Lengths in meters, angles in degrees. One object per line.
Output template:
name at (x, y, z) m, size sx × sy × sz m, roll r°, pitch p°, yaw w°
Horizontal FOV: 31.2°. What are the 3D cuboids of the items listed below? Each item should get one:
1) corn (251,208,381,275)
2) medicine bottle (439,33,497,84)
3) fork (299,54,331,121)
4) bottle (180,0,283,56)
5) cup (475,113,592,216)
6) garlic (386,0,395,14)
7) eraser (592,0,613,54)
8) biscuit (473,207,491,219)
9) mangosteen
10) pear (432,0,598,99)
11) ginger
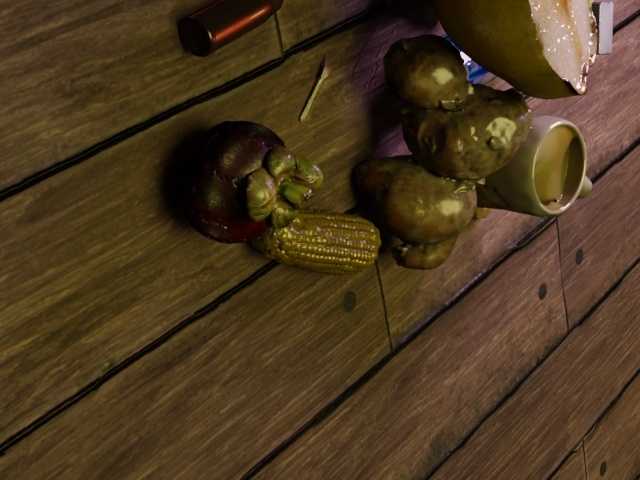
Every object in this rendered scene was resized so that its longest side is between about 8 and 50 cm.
corn at (0.000, 0.000, 1.702) m, size 0.261 × 0.097 × 0.097 m, roll 10°, pitch 89°, yaw -49°
medicine bottle at (0.245, -0.306, 1.934) m, size 0.191 × 0.107 × 0.107 m, roll -30°, pitch 120°, yaw -44°
fork at (-0.006, -0.227, 1.712) m, size 0.016 × 0.012 × 0.115 m, roll 38°, pitch 68°, yaw -41°
bottle at (-0.113, -0.301, 1.526) m, size 0.164 × 0.060 × 0.060 m, roll -39°, pitch 126°, yaw -41°
cup at (0.350, -0.142, 1.966) m, size 0.255 × 0.202 × 0.173 m, roll -15°, pitch 110°, yaw -43°
garlic at (0.199, -0.435, 1.863) m, size 0.206 × 0.128 × 0.115 m, roll -2°, pitch 75°, yaw -44°
eraser at (0.417, -0.379, 2.049) m, size 0.046 × 0.212 × 0.092 m, roll -14°, pitch 107°, yaw -48°
biscuit at (0.273, -0.140, 2.061) m, size 0.166 × 0.036 × 0.225 m, roll -57°, pitch 136°, yaw -25°
mangosteen at (-0.094, -0.074, 1.495) m, size 0.166 × 0.180 × 0.166 m, roll -28°, pitch 122°, yaw -58°
pear at (0.273, -0.392, 1.707) m, size 0.340 × 0.191 × 0.387 m, roll -60°, pitch 137°, yaw -46°
ginger at (0.182, -0.128, 1.810) m, size 0.256 × 0.176 × 0.375 m, roll 11°, pitch 111°, yaw -13°
